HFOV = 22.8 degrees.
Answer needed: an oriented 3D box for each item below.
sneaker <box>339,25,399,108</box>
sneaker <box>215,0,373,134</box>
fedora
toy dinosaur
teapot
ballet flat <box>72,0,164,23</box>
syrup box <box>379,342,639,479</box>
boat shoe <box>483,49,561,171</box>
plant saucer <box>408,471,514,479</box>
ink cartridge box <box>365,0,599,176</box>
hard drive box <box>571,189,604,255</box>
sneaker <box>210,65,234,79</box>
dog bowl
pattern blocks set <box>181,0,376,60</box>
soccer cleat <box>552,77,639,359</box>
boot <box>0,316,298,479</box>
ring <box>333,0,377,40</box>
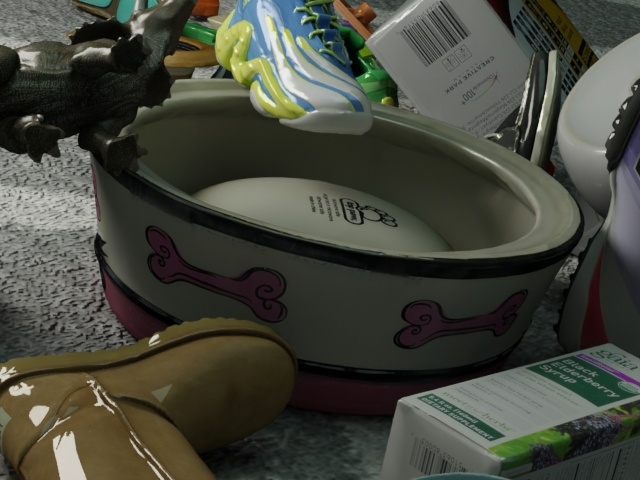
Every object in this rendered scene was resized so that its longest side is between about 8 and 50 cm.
[{"bbox_3d":[0.007,-0.199,1.865,0.109,0.123,0.295,-5,26,-36],"label":"sneaker"},{"bbox_3d":[-0.022,-0.178,1.369,0.091,0.126,0.240,-1,24,-32],"label":"sneaker"},{"bbox_3d":[-0.199,-0.190,1.791,0.194,0.079,0.194,8,14,-2],"label":"fedora"},{"bbox_3d":[-0.216,-0.109,1.176,0.313,0.121,0.160,-15,17,-21],"label":"toy dinosaur"},{"bbox_3d":[0.352,-0.081,1.469,0.252,0.187,0.256,-4,41,43],"label":"teapot"},{"bbox_3d":[-0.251,-0.313,2.105,0.206,0.073,0.067,32,14,35],"label":"ballet flat"},{"bbox_3d":[0.156,0.146,1.092,0.237,0.096,0.093,-10,29,-43],"label":"syrup box"},{"bbox_3d":[0.180,-0.078,1.517,0.079,0.233,0.084,14,-9,15],"label":"boat shoe"},{"bbox_3d":[0.096,0.218,0.905,0.195,0.037,0.195,8,41,-7],"label":"plant saucer"},{"bbox_3d":[0.207,-0.176,1.725,0.272,0.130,0.309,51,22,-7],"label":"ink cartridge box"},{"bbox_3d":[0.390,-0.019,1.664,0.181,0.089,0.232,25,24,29],"label":"hard drive box"},{"bbox_3d":[-0.090,-0.185,1.839,0.059,0.053,0.144,21,51,6],"label":"sneaker"},{"bbox_3d":[0.000,0.000,1.310,0.408,0.150,0.408,11,20,-4],"label":"dog bowl"},{"bbox_3d":[-0.055,-0.287,2.199,0.285,0.026,0.325,25,24,30],"label":"pattern blocks set"},{"bbox_3d":[0.287,-0.023,1.290,0.116,0.318,0.108,30,34,28],"label":"soccer cleat"},{"bbox_3d":[-0.071,0.155,0.966,0.236,0.089,0.269,-11,29,-25],"label":"boot"},{"bbox_3d":[0.078,-0.233,1.863,0.336,0.032,0.336,46,7,-7],"label":"ring"}]
